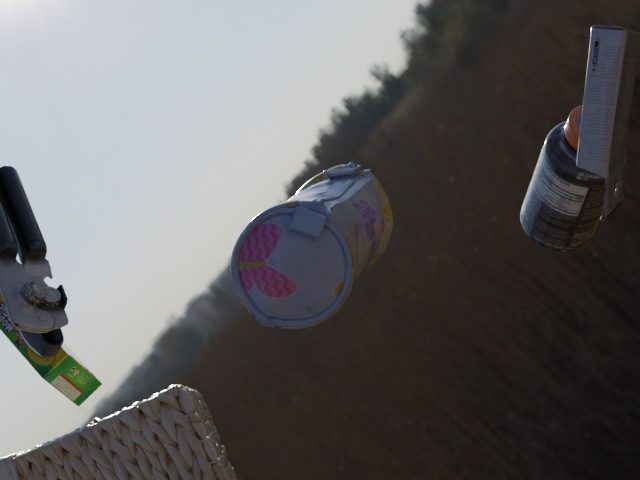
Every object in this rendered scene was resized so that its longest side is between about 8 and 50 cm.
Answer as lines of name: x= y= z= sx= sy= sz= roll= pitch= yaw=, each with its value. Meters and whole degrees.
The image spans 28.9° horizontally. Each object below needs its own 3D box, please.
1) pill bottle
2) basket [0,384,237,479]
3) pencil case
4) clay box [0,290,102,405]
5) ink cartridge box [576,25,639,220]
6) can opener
pill bottle: x=0.407 y=-0.103 z=1.973 sx=0.130 sy=0.130 sz=0.245 roll=-47 pitch=-20 yaw=-34
basket: x=-0.223 y=0.380 z=1.614 sx=0.267 sy=0.328 sz=0.331 roll=-25 pitch=-7 yaw=-6
pencil case: x=0.000 y=0.000 z=1.211 sx=0.124 sy=0.113 sz=0.273 roll=-54 pitch=-3 yaw=17
clay box: x=-0.418 y=0.132 z=1.787 sx=0.053 sy=0.222 sz=0.127 roll=-45 pitch=-28 yaw=-9
ink cartridge box: x=0.349 y=-0.146 z=1.514 sx=0.223 sy=0.045 sz=0.223 roll=-20 pitch=-64 yaw=-70
can opener: x=-0.389 y=0.019 z=1.564 sx=0.074 sy=0.280 sz=0.093 roll=1 pitch=-42 yaw=-37
